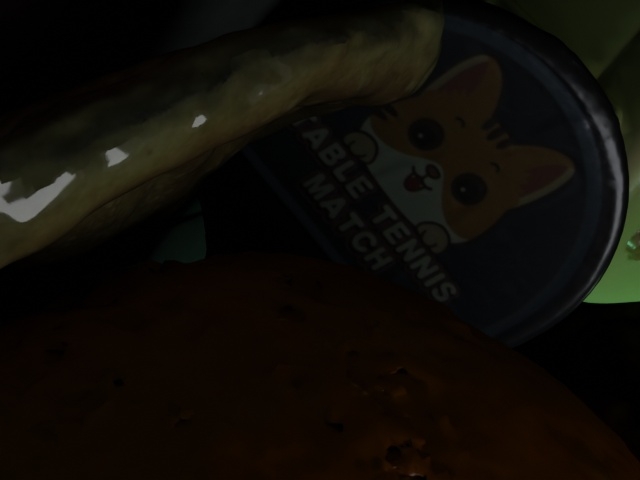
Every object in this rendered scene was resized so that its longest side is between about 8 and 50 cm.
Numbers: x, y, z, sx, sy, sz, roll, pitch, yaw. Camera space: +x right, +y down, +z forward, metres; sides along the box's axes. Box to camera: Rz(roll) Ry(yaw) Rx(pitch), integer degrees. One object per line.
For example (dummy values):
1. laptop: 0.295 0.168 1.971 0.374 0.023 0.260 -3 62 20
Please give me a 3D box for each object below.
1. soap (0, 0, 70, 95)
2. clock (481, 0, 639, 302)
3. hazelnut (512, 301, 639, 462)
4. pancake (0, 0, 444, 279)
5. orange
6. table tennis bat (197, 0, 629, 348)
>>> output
1. soap: -0.077 -0.117 0.441 0.203 0.065 0.122 -49 155 22
2. clock: 0.215 -0.109 0.827 0.286 0.117 0.348 -51 155 24
3. hazelnut: 0.171 0.116 0.938 0.234 0.218 0.218 -24 152 -43
4. pancake: -0.071 -0.014 0.538 0.222 0.042 0.236 -20 -176 23
5. orange: -0.077 0.176 0.590 0.424 0.326 0.424 -17 -175 1
6. table tennis bat: 0.000 0.000 0.720 0.236 0.150 0.027 -30 -158 22
